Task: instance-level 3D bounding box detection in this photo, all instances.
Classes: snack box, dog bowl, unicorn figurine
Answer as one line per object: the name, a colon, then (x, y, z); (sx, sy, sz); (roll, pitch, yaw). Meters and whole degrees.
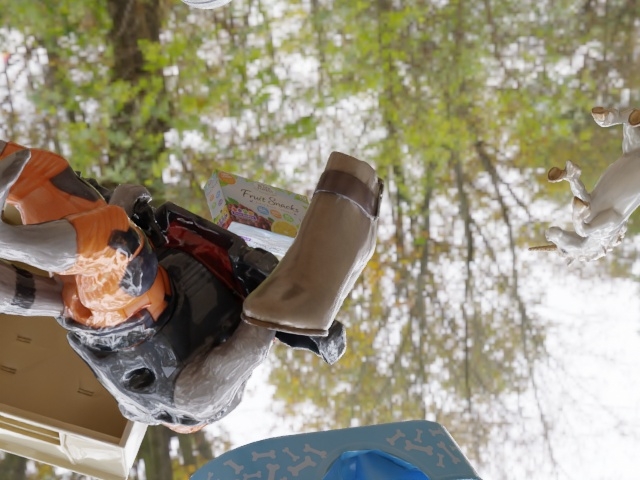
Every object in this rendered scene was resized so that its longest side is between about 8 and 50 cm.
snack box: (-0.070, -0.030, 1.298); (0.141, 0.037, 0.100); (16, -145, -34)
dog bowl: (0.010, 0.235, 0.941); (0.297, 0.166, 0.074); (-2, -128, -28)
unicorn figurine: (0.199, -0.036, 0.712); (0.111, 0.162, 0.060); (27, -150, -50)

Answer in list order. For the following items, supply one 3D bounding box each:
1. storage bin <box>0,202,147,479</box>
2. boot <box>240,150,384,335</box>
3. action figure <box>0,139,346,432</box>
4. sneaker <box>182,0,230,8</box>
storage bin: (-0.286, 0.095, 1.125); (0.260, 0.123, 0.262); (16, -123, 3)
boot: (0.000, 0.000, 0.497); (0.042, 0.087, 0.118); (19, -178, 12)
action figure: (-0.169, 0.026, 0.746); (0.341, 0.330, 0.179); (21, -112, 48)
sneaker: (-0.133, -0.386, 0.948); (0.126, 0.321, 0.127); (-13, 170, 15)
